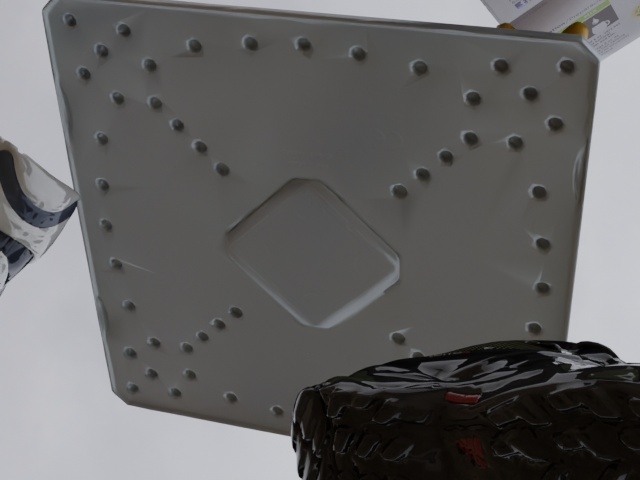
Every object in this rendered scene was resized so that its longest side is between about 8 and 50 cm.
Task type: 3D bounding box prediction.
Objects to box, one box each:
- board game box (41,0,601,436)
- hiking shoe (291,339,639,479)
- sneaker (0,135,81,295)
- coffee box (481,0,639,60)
[{"bbox_3d":[0.000,0.000,0.852,0.390,0.050,0.389,8,-54,15],"label":"board game box"},{"bbox_3d":[0.101,0.068,0.401,0.227,0.114,0.086,4,-72,39],"label":"hiking shoe"},{"bbox_3d":[-0.248,0.000,0.645,0.235,0.094,0.153,23,-106,43],"label":"sneaker"},{"bbox_3d":[0.133,-0.248,0.768,0.119,0.297,0.168,-33,-115,17],"label":"coffee box"}]
